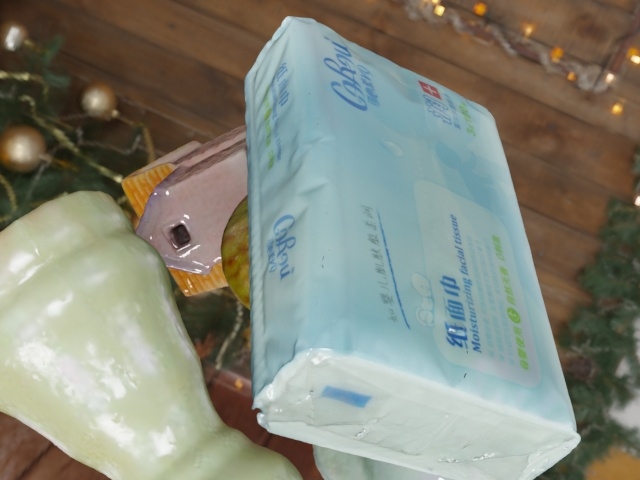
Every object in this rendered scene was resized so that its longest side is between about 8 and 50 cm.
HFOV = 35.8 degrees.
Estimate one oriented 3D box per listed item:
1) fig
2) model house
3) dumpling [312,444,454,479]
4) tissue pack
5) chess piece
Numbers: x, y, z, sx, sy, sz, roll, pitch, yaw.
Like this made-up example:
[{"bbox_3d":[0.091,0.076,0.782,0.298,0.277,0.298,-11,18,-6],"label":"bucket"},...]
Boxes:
[{"bbox_3d":[-0.012,-0.006,0.876,0.148,0.142,0.186,-31,156,-43],"label":"fig"},{"bbox_3d":[-0.125,-0.019,1.259,0.238,0.202,0.237,-23,-162,15],"label":"model house"},{"bbox_3d":[0.082,0.212,0.997,0.149,0.105,0.216,-26,-135,23],"label":"dumpling"},{"bbox_3d":[0.045,-0.001,0.583,0.089,0.177,0.263,-49,-148,36],"label":"tissue pack"},{"bbox_3d":[-0.153,0.186,0.943,0.234,0.442,0.234,-40,171,-8],"label":"chess piece"}]
